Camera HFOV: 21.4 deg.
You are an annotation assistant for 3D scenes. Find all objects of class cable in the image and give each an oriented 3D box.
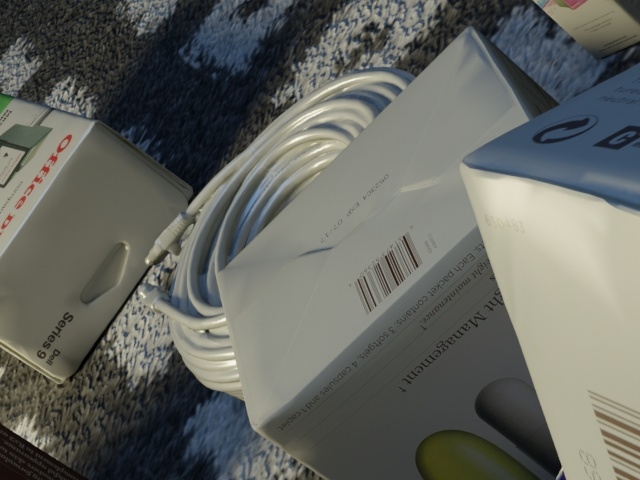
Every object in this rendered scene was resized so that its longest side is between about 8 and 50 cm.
[{"bbox_3d":[0.000,0.000,1.178,0.257,0.089,0.257,-48,29,5],"label":"cable"}]

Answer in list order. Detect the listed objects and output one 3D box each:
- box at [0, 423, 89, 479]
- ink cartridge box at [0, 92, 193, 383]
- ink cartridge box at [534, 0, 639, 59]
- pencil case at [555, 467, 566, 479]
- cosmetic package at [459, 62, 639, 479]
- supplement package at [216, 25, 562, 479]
[{"bbox_3d":[-0.291,0.248,1.232,0.203,0.168,0.167,-43,28,15],"label":"box"},{"bbox_3d":[-0.268,-0.012,1.555,0.211,0.121,0.289,-57,29,-9],"label":"ink cartridge box"},{"bbox_3d":[0.169,-0.194,1.113,0.052,0.122,0.088,-21,40,44],"label":"ink cartridge box"},{"bbox_3d":[0.206,0.079,0.739,0.306,0.119,0.133,-49,50,3],"label":"pencil case"},{"bbox_3d":[0.257,-0.004,0.499,0.385,0.217,0.156,-29,21,-19],"label":"cosmetic package"},{"bbox_3d":[0.092,0.044,0.863,0.194,0.203,0.149,-44,29,16],"label":"supplement package"}]
